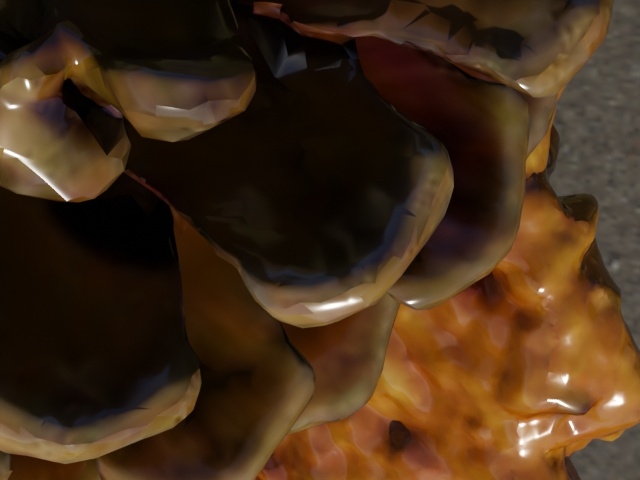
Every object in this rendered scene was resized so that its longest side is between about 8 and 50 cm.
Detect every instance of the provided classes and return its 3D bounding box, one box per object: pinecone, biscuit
[{"bbox_3d":[-0.075,-0.092,0.460,0.384,0.384,0.384,-7,103,-34],"label":"pinecone"},{"bbox_3d":[0.000,0.000,0.863,0.110,0.318,0.312,-34,109,-54],"label":"biscuit"}]
